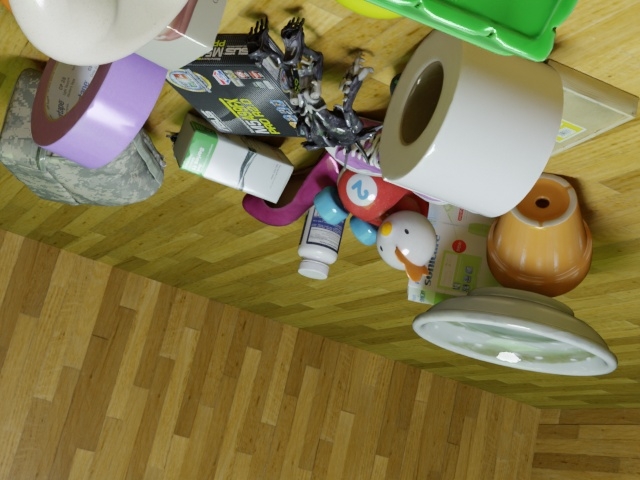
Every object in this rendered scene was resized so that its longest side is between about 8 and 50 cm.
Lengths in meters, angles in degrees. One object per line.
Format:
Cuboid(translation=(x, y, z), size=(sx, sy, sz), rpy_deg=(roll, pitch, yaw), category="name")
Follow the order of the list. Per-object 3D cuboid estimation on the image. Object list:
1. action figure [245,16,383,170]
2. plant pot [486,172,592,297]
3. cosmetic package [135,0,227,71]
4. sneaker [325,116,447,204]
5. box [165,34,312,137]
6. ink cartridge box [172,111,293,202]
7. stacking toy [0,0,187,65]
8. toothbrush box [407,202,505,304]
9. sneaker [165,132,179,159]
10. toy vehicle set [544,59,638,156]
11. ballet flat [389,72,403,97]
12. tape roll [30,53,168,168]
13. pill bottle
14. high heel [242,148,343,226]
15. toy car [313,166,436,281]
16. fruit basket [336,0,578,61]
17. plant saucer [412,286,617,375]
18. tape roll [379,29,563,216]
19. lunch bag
Cuboid(translation=(0.006, -0.241, 1.566), size=(0.164, 0.141, 0.275), rpy_deg=(-3, 141, 37), category="action figure")
Cuboid(translation=(0.420, -0.023, 1.882), size=(0.205, 0.205, 0.188), rpy_deg=(8, 147, 16), category="plant pot")
Cuboid(translation=(-0.280, -0.370, 1.337), size=(0.296, 0.153, 0.129), rpy_deg=(23, 162, -32), category="cosmetic package")
Cuboid(translation=(0.105, -0.161, 1.700), size=(0.282, 0.102, 0.161), rpy_deg=(24, -179, 26), category="sneaker")
Cuboid(translation=(-0.137, -0.265, 1.720), size=(0.216, 0.060, 0.270), rpy_deg=(5, 162, 24), category="box")
Cuboid(translation=(-0.174, -0.163, 1.934), size=(0.208, 0.086, 0.153), rpy_deg=(19, -166, -20), category="ink cartridge box")
Cuboid(translation=(-0.367, -0.437, 1.081), size=(0.480, 0.350, 0.350), rpy_deg=(28, 167, 16), category="stacking toy")
Cuboid(translation=(0.344, 0.045, 2.105), size=(0.283, 0.206, 0.122), rpy_deg=(11, 163, 9), category="toothbrush box")
Cuboid(translation=(-0.303, -0.206, 2.090), size=(0.069, 0.038, 0.098), rpy_deg=(26, 150, -32), category="sneaker")
Cuboid(translation=(0.358, -0.202, 1.587), size=(0.166, 0.035, 0.267), rpy_deg=(19, 162, -18), category="toy vehicle set")
Cuboid(translation=(0.155, -0.225, 1.635), size=(0.074, 0.074, 0.203), rpy_deg=(8, 168, 18), category="ballet flat")
Cuboid(translation=(-0.347, -0.255, 1.544), size=(0.090, 0.274, 0.275), rpy_deg=(25, 160, -35), category="tape roll")
Cuboid(translation=(0.000, 0.000, 2.284), size=(0.094, 0.169, 0.094), rpy_deg=(13, 163, 4), category="pill bottle")
Cuboid(translation=(-0.057, -0.129, 2.048), size=(0.377, 0.127, 0.181), rpy_deg=(-6, 143, 38), category="high heel")
Cuboid(translation=(0.139, -0.032, 1.832), size=(0.219, 0.238, 0.210), rpy_deg=(-36, 137, 25), category="toy car")
Cuboid(translation=(0.098, -0.352, 1.053), size=(0.392, 0.282, 0.392), rpy_deg=(21, -155, -10), category="fruit basket")
Cuboid(translation=(0.386, 0.170, 1.936), size=(0.401, 0.100, 0.400), rpy_deg=(14, 165, 4), category="plant saucer")
Cuboid(translation=(0.215, -0.173, 1.434), size=(0.169, 0.246, 0.246), rpy_deg=(18, 163, -18), category="tape roll")
Cuboid(translation=(-0.458, -0.189, 1.953), size=(0.256, 0.212, 0.305), rpy_deg=(12, 164, 6), category="lunch bag")
